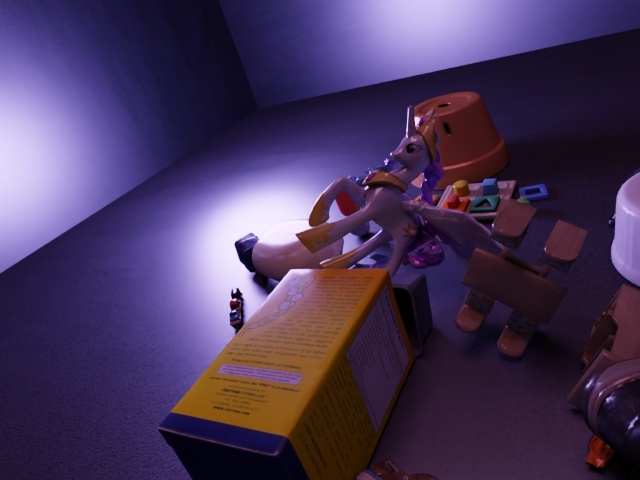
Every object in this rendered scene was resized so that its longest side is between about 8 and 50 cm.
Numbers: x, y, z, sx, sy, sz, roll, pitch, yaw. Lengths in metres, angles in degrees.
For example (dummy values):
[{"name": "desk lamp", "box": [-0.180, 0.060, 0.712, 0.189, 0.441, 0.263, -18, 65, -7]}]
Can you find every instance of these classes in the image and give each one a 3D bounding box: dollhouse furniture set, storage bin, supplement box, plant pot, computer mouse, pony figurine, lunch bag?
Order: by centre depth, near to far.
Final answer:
[{"name": "dollhouse furniture set", "box": [0.318, 0.103, 0.738, 0.242, 0.212, 0.161, 28, 45, 22]}, {"name": "supplement box", "box": [-0.022, 0.218, 0.759, 0.195, 0.194, 0.356, -2, 30, 32]}, {"name": "storage bin", "box": [0.147, 0.123, 0.914, 0.098, 0.135, 0.091, 1, 21, 36]}, {"name": "pony figurine", "box": [0.167, -0.037, 1.029, 0.363, 0.351, 0.303, -43, 25, -5]}, {"name": "computer mouse", "box": [0.667, -0.103, 1.084, 0.071, 0.041, 0.242, 9, 39, 44]}, {"name": "lunch bag", "box": [-0.182, 0.032, 1.353, 0.067, 0.098, 0.065, -28, 45, -21]}, {"name": "plant pot", "box": [0.381, -0.301, 1.488, 0.291, 0.203, 0.291, -15, 26, 8]}]

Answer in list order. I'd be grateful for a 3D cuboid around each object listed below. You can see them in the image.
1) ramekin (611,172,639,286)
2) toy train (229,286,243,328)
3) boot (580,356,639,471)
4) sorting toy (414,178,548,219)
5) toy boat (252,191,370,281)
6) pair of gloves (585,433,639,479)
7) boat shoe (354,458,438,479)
[{"name": "ramekin", "box": [0.640, -0.032, 0.855, 0.277, 0.135, 0.277, -16, 26, 8]}, {"name": "toy train", "box": [-0.196, 0.153, 1.188, 0.027, 0.036, 0.158, -20, 26, 0]}, {"name": "boot", "box": [0.477, 0.182, 0.460, 0.378, 0.138, 0.284, -13, 11, 9]}, {"name": "sorting toy", "box": [0.382, -0.111, 1.290, 0.348, 0.047, 0.196, -1, 31, 34]}, {"name": "toy boat", "box": [0.000, 0.000, 1.262, 0.318, 0.148, 0.268, -43, 28, -26]}, {"name": "pair of gloves", "box": [0.370, 0.257, 0.619, 0.083, 0.010, 0.074, 10, 37, 42]}, {"name": "boat shoe", "box": [0.120, 0.315, 0.614, 0.066, 0.066, 0.183, -33, 29, -28]}]
